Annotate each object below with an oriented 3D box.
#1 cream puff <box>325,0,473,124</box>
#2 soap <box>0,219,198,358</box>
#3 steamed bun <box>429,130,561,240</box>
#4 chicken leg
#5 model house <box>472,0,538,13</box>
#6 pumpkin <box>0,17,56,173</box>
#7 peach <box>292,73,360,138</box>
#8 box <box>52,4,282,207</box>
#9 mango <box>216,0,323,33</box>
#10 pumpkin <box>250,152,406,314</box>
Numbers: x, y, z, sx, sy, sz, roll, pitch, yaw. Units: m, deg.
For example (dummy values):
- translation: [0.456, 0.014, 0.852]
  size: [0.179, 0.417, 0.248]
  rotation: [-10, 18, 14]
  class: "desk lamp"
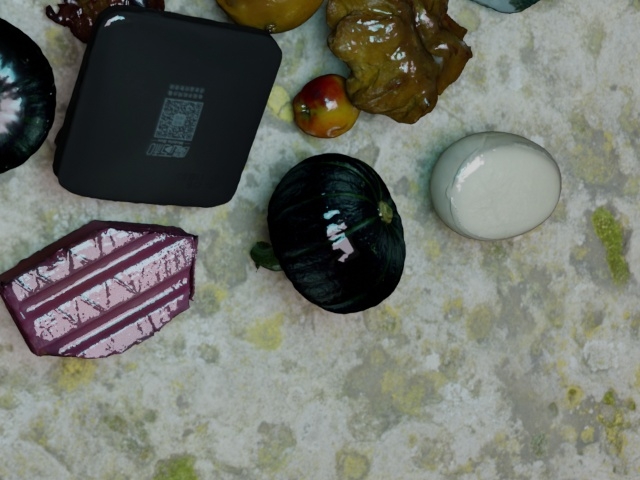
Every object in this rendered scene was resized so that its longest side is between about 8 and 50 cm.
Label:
- translation: [0.118, -0.300, 1.885]
  size: [0.269, 0.155, 0.241]
  rotation: [-29, 109, -44]
  class: "cream puff"
- translation: [-0.307, 0.064, 1.807]
  size: [0.289, 0.112, 0.182]
  rotation: [-30, 109, -16]
  class: "soap"
- translation: [0.279, -0.093, 2.020]
  size: [0.228, 0.131, 0.177]
  rotation: [-4, 109, -24]
  class: "steamed bun"
- translation: [-0.302, -0.277, 1.785]
  size: [0.177, 0.083, 0.322]
  rotation: [-4, 98, -14]
  class: "chicken leg"
- translation: [0.277, -0.544, 1.951]
  size: [0.253, 0.184, 0.291]
  rotation: [17, 77, -18]
  class: "model house"
- translation: [-0.472, -0.198, 1.673]
  size: [0.233, 0.163, 0.233]
  rotation: [-4, 101, -21]
  class: "pumpkin"
- translation: [0.013, -0.206, 1.913]
  size: [0.101, 0.101, 0.100]
  rotation: [-3, 99, -22]
  class: "peach"
- translation: [-0.217, -0.185, 1.763]
  size: [0.290, 0.073, 0.289]
  rotation: [3, 120, -35]
  class: "box"
- translation: [-0.059, -0.413, 1.828]
  size: [0.166, 0.136, 0.236]
  rotation: [15, 76, -5]
  class: "mango"
- translation: [0.000, 0.000, 1.886]
  size: [0.248, 0.248, 0.248]
  rotation: [-3, 99, -22]
  class: "pumpkin"
